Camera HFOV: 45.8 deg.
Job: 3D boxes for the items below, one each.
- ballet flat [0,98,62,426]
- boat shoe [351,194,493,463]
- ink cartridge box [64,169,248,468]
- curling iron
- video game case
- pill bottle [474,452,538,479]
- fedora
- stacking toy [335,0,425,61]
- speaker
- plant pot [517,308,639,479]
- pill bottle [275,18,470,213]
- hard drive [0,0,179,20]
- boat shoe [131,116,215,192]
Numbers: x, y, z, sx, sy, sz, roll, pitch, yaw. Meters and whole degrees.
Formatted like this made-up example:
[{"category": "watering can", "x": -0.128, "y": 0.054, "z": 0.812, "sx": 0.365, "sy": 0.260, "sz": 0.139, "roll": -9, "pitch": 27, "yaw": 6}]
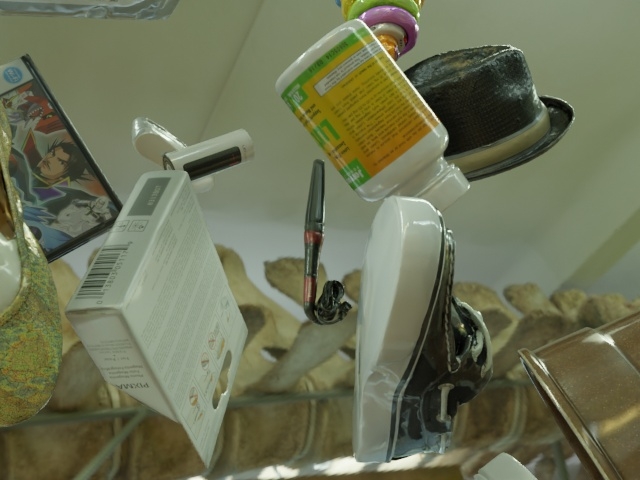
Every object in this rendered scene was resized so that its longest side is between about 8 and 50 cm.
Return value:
[{"category": "ballet flat", "x": -0.298, "y": -0.020, "z": 0.616, "sx": 0.123, "sy": 0.348, "sz": 0.123, "roll": -18, "pitch": -27, "yaw": -9}, {"category": "boat shoe", "x": 0.081, "y": 0.082, "z": 0.576, "sx": 0.102, "sy": 0.108, "sz": 0.301, "roll": 0, "pitch": -44, "yaw": -1}, {"category": "ink cartridge box", "x": -0.144, "y": 0.079, "z": 0.736, "sx": 0.066, "sy": 0.189, "sz": 0.232, "roll": 0, "pitch": -48, "yaw": 12}, {"category": "curling iron", "x": 0.000, "y": 0.000, "z": 1.075, "sx": 0.068, "sy": 0.274, "sz": 0.035, "roll": 20, "pitch": -39, "yaw": -35}, {"category": "video game case", "x": -0.440, "y": -0.087, "z": 1.031, "sx": 0.248, "sy": 0.275, "sz": 0.035, "roll": -33, "pitch": 2, "yaw": -27}, {"category": "pill bottle", "x": 0.090, "y": 0.272, "z": 0.594, "sx": 0.221, "sy": 0.124, "sz": 0.124, "roll": -36, "pitch": -36, "yaw": -8}, {"category": "fedora", "x": 0.225, "y": -0.213, "z": 1.203, "sx": 0.334, "sy": 0.334, "sz": 0.152, "roll": -20, "pitch": -64, "yaw": -1}, {"category": "stacking toy", "x": 0.099, "y": -0.355, "z": 1.214, "sx": 0.166, "sy": 0.301, "sz": 0.175, "roll": -2, "pitch": -33, "yaw": 5}, {"category": "speaker", "x": -0.172, "y": -0.129, "z": 1.178, "sx": 0.136, "sy": 0.055, "sz": 0.055, "roll": -23, "pitch": -34, "yaw": -25}, {"category": "plant pot", "x": 0.220, "y": 0.091, "z": 0.402, "sx": 0.165, "sy": 0.167, "sz": 0.167, "roll": -31, "pitch": -38, "yaw": 6}, {"category": "pill bottle", "x": 0.070, "y": -0.134, "z": 0.931, "sx": 0.136, "sy": 0.245, "sz": 0.136, "roll": -38, "pitch": 3, "yaw": 3}, {"category": "hard drive", "x": -0.354, "y": -0.418, "z": 1.136, "sx": 0.339, "sy": 0.064, "sz": 0.237, "roll": -9, "pitch": -12, "yaw": -34}, {"category": "boat shoe", "x": -0.250, "y": -0.145, "z": 1.282, "sx": 0.066, "sy": 0.063, "sz": 0.184, "roll": -38, "pitch": -41, "yaw": 20}]
